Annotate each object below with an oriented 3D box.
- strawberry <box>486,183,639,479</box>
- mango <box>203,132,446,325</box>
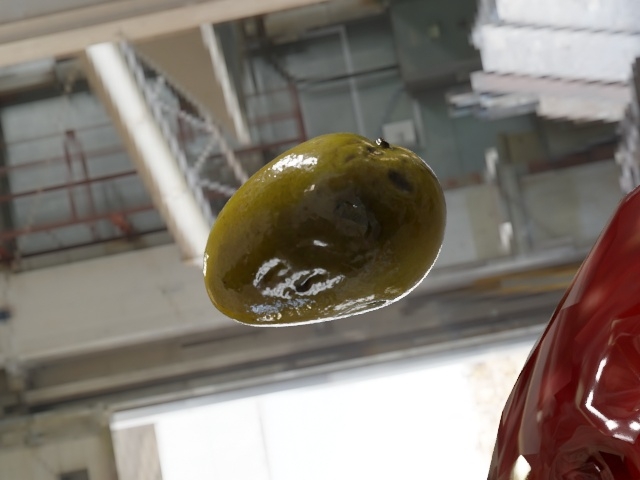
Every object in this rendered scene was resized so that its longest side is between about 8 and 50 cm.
[{"bbox_3d":[0.185,0.115,0.419,0.295,0.317,0.345,41,-174,-4],"label":"strawberry"},{"bbox_3d":[0.000,0.000,1.149,0.137,0.195,0.098,54,-168,-9],"label":"mango"}]
